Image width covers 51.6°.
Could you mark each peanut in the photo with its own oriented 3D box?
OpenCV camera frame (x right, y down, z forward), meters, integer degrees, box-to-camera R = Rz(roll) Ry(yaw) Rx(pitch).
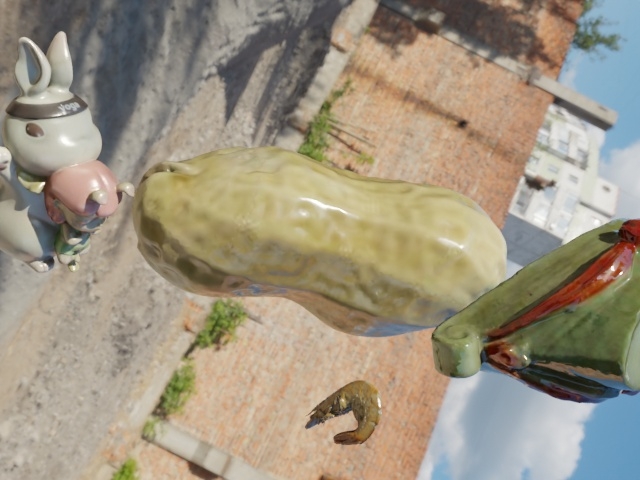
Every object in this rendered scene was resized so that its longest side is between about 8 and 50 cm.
[{"bbox_3d":[0.000,0.000,0.514,0.130,0.290,0.130,-166,-90,-84],"label":"peanut"}]

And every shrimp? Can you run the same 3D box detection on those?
[{"bbox_3d":[0.039,0.288,1.065,0.162,0.095,0.045,-38,157,28],"label":"shrimp"}]

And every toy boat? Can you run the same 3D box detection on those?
[{"bbox_3d":[0.140,0.030,0.322,0.185,0.071,0.089,-20,113,-33],"label":"toy boat"}]

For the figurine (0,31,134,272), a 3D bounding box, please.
[{"bbox_3d":[-0.165,-0.052,0.442,0.146,0.098,0.081,-58,-173,33],"label":"figurine"}]
